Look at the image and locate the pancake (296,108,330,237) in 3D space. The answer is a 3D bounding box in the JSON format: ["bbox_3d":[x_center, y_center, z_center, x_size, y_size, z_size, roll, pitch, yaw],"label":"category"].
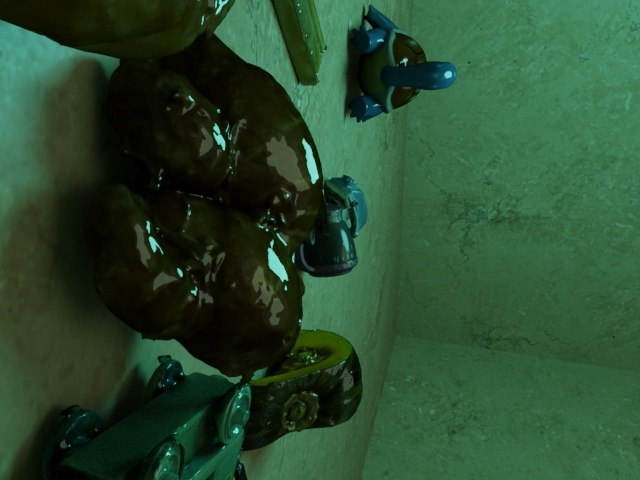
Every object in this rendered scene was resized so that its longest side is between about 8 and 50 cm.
[{"bbox_3d":[-0.017,-0.099,0.954,0.199,0.021,0.199,164,-90,-85],"label":"pancake"}]

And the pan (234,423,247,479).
[{"bbox_3d":[-0.138,0.328,1.004,0.136,0.028,0.235,-61,152,-57],"label":"pan"}]

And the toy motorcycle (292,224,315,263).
[{"bbox_3d":[-0.076,-0.052,0.895,0.171,0.110,0.260,37,54,-76],"label":"toy motorcycle"}]

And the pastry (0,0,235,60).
[{"bbox_3d":[-0.148,-0.239,0.370,0.311,0.162,0.255,-16,114,-78],"label":"pastry"}]

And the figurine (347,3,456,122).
[{"bbox_3d":[0.172,-0.436,1.609,0.416,0.243,0.297,-107,-172,-70],"label":"figurine"}]

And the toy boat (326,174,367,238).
[{"bbox_3d":[0.044,-0.058,1.509,0.102,0.088,0.215,-40,150,-18],"label":"toy boat"}]

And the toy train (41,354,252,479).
[{"bbox_3d":[-0.169,0.239,0.640,0.298,0.120,0.194,-19,123,-73],"label":"toy train"}]

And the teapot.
[{"bbox_3d":[-0.002,-0.001,1.302,0.116,0.148,0.146,-165,-114,-67],"label":"teapot"}]

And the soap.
[{"bbox_3d":[-0.033,-0.368,1.068,0.252,0.037,0.092,66,33,-65],"label":"soap"}]

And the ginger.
[{"bbox_3d":[-0.116,-0.046,0.657,0.274,0.152,0.357,24,67,-46],"label":"ginger"}]

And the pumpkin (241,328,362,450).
[{"bbox_3d":[-0.058,0.264,1.203,0.281,0.190,0.139,-5,107,-32],"label":"pumpkin"}]
